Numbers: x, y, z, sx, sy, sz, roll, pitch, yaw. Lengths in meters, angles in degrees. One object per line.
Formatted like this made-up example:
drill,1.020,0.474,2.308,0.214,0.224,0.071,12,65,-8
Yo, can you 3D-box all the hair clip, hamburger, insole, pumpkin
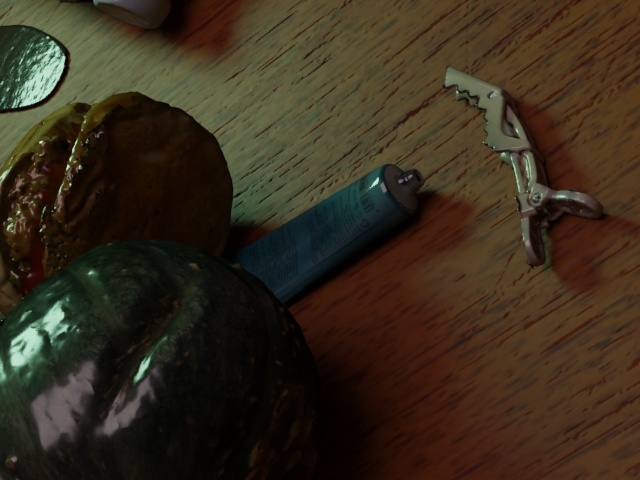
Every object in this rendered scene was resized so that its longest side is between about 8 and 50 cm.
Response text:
hair clip,0.162,-0.079,1.312,0.072,0.034,0.226,-34,48,15
hamburger,-0.196,-0.010,1.422,0.163,0.244,0.244,8,72,37
insole,-0.397,-0.209,1.850,0.328,0.007,0.111,20,79,43
pumpkin,-0.146,0.160,1.255,0.327,0.291,0.257,-35,40,6

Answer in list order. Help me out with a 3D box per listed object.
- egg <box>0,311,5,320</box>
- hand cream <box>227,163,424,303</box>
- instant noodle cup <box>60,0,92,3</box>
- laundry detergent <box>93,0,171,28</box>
egg,-0.348,0.157,1.488,0.217,0.183,0.183,-49,46,-4
hand cream,0.000,0.000,1.398,0.224,0.048,0.083,-31,50,29
instant noodle cup,-0.309,-0.375,1.759,0.232,0.207,0.207,37,91,37
laundry detergent,-0.142,-0.383,1.658,0.088,0.159,0.335,163,127,-79
